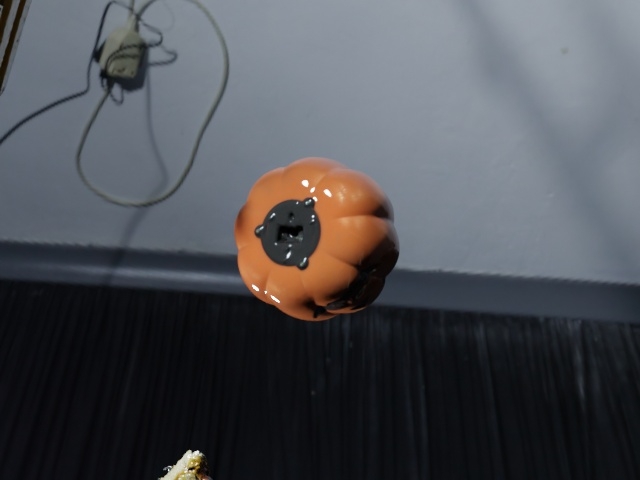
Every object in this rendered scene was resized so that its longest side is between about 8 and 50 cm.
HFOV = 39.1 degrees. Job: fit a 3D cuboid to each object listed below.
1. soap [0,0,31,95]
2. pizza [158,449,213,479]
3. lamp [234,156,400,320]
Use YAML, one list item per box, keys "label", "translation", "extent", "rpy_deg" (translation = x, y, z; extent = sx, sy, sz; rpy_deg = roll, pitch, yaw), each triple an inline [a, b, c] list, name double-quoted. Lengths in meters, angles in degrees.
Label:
- label: "soap"
  translation: [-0.357, -0.225, 0.921]
  extent: [0.091, 0.199, 0.315]
  rpy_deg: [24, 134, -16]
- label: "pizza"
  translation: [-0.205, 0.401, 1.373]
  extent: [0.154, 0.069, 0.194]
  rpy_deg: [20, 123, 9]
- label: "lamp"
  translation: [0.000, 0.000, 1.032]
  extent: [0.187, 0.187, 0.164]
  rpy_deg: [-21, 163, 20]
